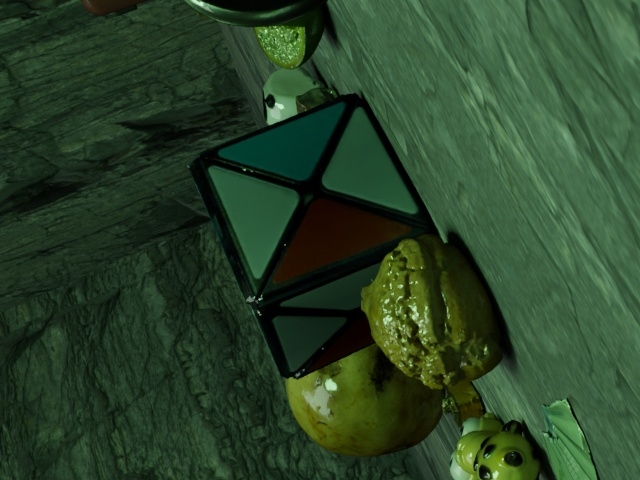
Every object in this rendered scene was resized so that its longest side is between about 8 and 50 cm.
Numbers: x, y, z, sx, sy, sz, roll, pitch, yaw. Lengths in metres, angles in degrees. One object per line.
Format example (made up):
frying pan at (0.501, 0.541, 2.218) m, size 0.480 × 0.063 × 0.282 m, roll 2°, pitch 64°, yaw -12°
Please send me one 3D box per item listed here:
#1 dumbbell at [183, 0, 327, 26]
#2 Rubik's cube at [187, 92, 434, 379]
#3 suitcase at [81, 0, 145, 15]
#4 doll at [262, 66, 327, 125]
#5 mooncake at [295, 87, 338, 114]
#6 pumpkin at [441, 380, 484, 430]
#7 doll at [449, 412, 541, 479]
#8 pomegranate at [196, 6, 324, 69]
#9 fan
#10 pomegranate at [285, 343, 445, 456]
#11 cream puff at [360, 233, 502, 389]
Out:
dumbbell at (-0.061, -0.298, 0.963) m, size 0.290 × 0.192 × 0.192 m, roll 80°, pitch 166°, yaw -71°
Rubik's cube at (0.001, 0.000, 1.496) m, size 0.248 × 0.250 × 0.246 m, roll 77°, pitch 169°, yaw -59°
suitcase at (-0.262, -0.494, 1.737) m, size 0.161 × 0.297 × 0.236 m, roll -106°, pitch -4°, yaw -57°
doll at (-0.030, -0.192, 1.816) m, size 0.110 × 0.107 × 0.181 m, roll 40°, pitch 166°, yaw 35°
mooncake at (0.014, -0.152, 1.698) m, size 0.125 × 0.073 × 0.130 m, roll 68°, pitch 178°, yaw -52°
pumpkin at (0.199, 0.232, 1.632) m, size 0.083 × 0.054 × 0.074 m, roll -111°, pitch 4°, yaw -57°
doll at (0.216, 0.273, 1.425) m, size 0.291 × 0.086 × 0.117 m, roll 104°, pitch -178°, yaw -87°
pomegranate at (-0.070, -0.306, 1.469) m, size 0.169 × 0.122 × 0.143 m, roll 30°, pitch -174°, yaw -24°
fan at (0.254, 0.222, 1.160) m, size 0.131 × 0.009 × 0.240 m, roll 61°, pitch 174°, yaw 29°
pomegranate at (0.071, 0.229, 1.863) m, size 0.260 × 0.260 × 0.260 m, roll 156°, pitch 90°, yaw -86°
cream puff at (0.118, 0.081, 1.278) m, size 0.189 × 0.129 × 0.189 m, roll 158°, pitch 90°, yaw -83°
